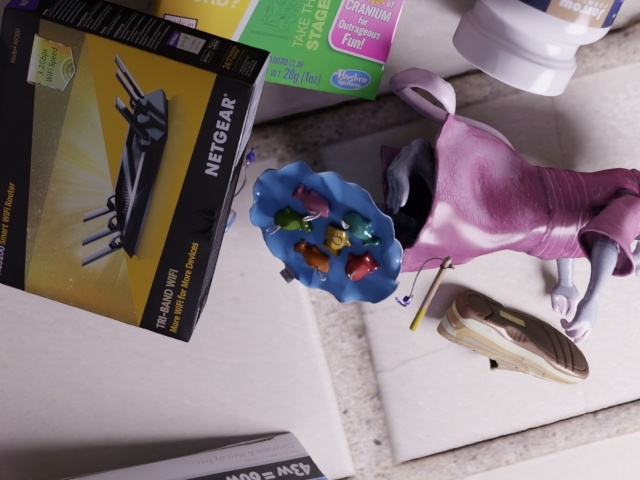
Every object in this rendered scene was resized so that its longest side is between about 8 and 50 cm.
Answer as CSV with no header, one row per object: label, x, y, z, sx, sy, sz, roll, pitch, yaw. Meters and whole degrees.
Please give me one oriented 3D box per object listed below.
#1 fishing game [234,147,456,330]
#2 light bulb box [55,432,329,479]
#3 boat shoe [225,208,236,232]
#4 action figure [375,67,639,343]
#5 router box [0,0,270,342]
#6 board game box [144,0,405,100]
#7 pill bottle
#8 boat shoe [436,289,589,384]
fishing game,0.000,0.000,1.612,0.264,0.041,0.189,35,144,4
light bulb box,-0.158,0.447,1.783,0.358,0.225,0.361,-7,123,-28
boat shoe,-0.167,0.013,1.671,0.066,0.066,0.183,40,113,-7
action figure,0.234,-0.038,1.684,0.370,0.248,0.276,0,93,-11
router box,-0.203,-0.073,1.536,0.243,0.081,0.309,17,123,2
board game box,-0.022,-0.306,1.508,0.242,0.064,0.317,8,118,-17
pill bottle,0.236,-0.284,1.526,0.153,0.153,0.265,14,116,-20
boat shoe,0.220,0.123,1.824,0.190,0.068,0.072,29,123,-16
